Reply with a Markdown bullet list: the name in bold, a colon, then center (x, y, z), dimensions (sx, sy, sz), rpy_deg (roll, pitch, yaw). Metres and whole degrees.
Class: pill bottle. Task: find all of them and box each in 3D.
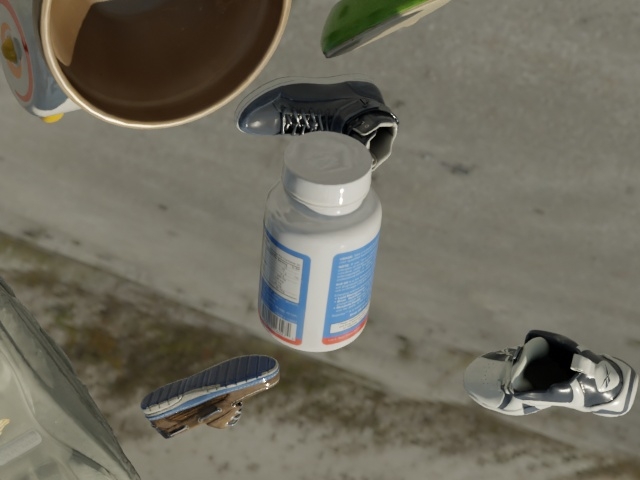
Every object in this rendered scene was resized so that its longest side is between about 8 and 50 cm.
- **pill bottle**: center (0.000, 0.000, 1.445), dimensions (0.124, 0.124, 0.221), rpy_deg (20, 132, 14)

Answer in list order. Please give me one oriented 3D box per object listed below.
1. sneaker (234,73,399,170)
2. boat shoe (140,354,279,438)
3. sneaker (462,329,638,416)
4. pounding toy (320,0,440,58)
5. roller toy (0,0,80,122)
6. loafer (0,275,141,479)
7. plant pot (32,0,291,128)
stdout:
- **sneaker**: center (0.002, -0.164, 1.970), dimensions (0.226, 0.086, 0.163), rpy_deg (-12, -137, -14)
- **boat shoe**: center (-0.127, 0.195, 1.697), dimensions (0.183, 0.066, 0.066), rpy_deg (-18, -158, 16)
- **sneaker**: center (0.245, 0.154, 1.649), dimensions (0.235, 0.094, 0.153), rpy_deg (8, 163, 43)
- **pounding toy**: center (0.082, -0.324, 1.740), dimensions (0.183, 0.110, 0.237), rpy_deg (-23, -176, 43)
- **roller toy**: center (-0.349, -0.263, 1.807), dimensions (0.146, 0.191, 0.209), rpy_deg (-18, 180, -25)
- **loafer**: center (-0.199, 0.128, 0.953), dimensions (0.319, 0.112, 0.111), rpy_deg (62, -171, -20)
- **plant pot**: center (-0.153, -0.228, 1.239), dimensions (0.237, 0.237, 0.110), rpy_deg (24, -163, -41)
